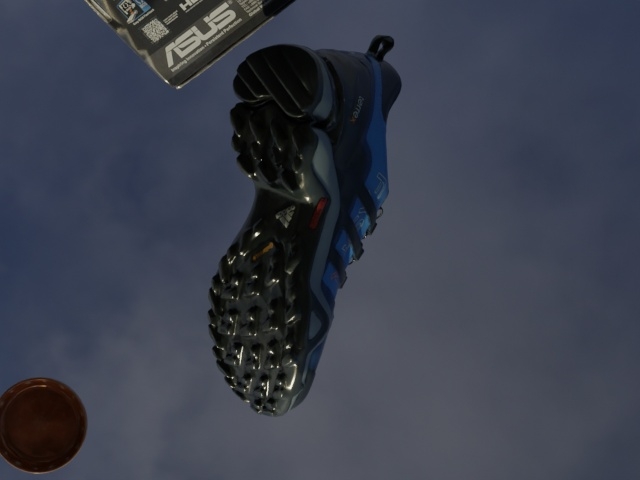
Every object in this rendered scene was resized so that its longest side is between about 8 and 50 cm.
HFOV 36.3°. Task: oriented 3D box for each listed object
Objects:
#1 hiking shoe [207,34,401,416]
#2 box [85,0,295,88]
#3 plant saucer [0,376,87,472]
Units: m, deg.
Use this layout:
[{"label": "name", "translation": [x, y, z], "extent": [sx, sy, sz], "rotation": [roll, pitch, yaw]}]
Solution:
[{"label": "hiking shoe", "translation": [0.000, 0.000, 0.750], "extent": [0.113, 0.132, 0.304], "rotation": [32, -58, 39]}, {"label": "box", "translation": [-0.051, -0.328, 0.629], "extent": [0.395, 0.318, 0.097], "rotation": [-33, -143, 18]}, {"label": "plant saucer", "translation": [-0.246, 0.161, 0.857], "extent": [0.083, 0.013, 0.083], "rotation": [0, -91, -2]}]
